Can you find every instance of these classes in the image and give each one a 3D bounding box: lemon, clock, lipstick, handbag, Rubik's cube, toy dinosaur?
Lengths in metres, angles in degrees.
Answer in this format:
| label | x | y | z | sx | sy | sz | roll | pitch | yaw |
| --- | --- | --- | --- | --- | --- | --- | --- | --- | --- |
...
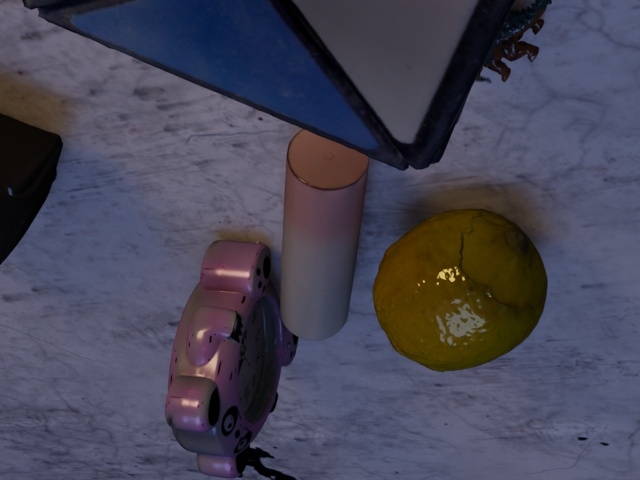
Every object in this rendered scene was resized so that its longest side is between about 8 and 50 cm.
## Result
| label | x | y | z | sx | sy | sz | roll | pitch | yaw |
| --- | --- | --- | --- | --- | --- | --- | --- | --- | --- |
| lemon | 0.149 | 0.055 | 1.366 | 0.193 | 0.180 | 0.180 | -19 | 139 | 17 |
| clock | -0.110 | 0.147 | 1.540 | 0.090 | 0.248 | 0.227 | 5 | 147 | 18 |
| lipstick | 0.000 | 0.000 | 1.419 | 0.087 | 0.087 | 0.327 | 11 | 148 | 4 |
| handbag | -0.433 | -0.092 | 1.417 | 0.257 | 0.113 | 0.285 | 28 | 153 | -12 |
| Rubik's cube | 0.008 | -0.279 | 0.767 | 0.305 | 0.310 | 0.307 | 23 | 148 | 0 |
| toy dinosaur | 0.164 | -0.182 | 1.112 | 0.055 | 0.049 | 0.154 | 25 | 151 | -13 |
